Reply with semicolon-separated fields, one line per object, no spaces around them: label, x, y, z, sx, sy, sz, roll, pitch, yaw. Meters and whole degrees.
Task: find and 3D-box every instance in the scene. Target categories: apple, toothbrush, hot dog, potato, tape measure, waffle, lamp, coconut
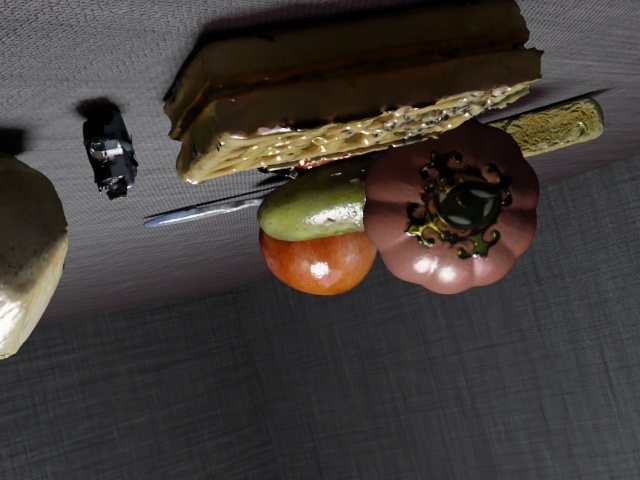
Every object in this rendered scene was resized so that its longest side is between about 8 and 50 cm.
apple;0.000;0.000;2.155;0.252;0.206;0.272;-8;-166;-7
toothbrush;-0.142;-0.075;2.043;0.413;0.042;0.035;-12;175;-9
hot dog;0.409;-0.204;1.961;0.243;0.084;0.073;-16;178;11
potato;0.022;-0.078;1.945;0.298;0.141;0.176;-8;164;11
tape measure;-0.239;-0.102;1.184;0.054;0.091;0.094;-13;-154;-1
waffle;0.027;-0.161;1.174;0.376;0.114;0.261;-13;174;-21
lamp;0.219;-0.063;1.780;0.305;0.305;0.239;-15;-174;-1
coconut;-0.417;0.017;1.208;0.259;0.259;0.259;-15;175;-1

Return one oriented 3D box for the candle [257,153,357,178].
candle;0.044;-0.155;1.601;0.302;0.059;0.084;-17;163;5

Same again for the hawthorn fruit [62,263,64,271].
hawthorn fruit;-0.480;0.022;1.587;0.148;0.148;0.172;-16;166;16
